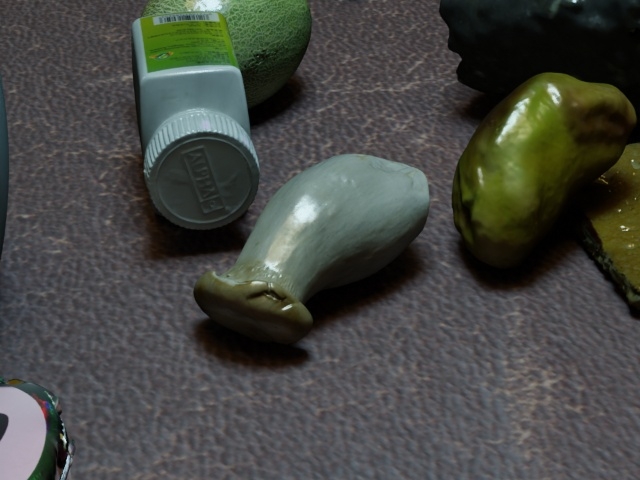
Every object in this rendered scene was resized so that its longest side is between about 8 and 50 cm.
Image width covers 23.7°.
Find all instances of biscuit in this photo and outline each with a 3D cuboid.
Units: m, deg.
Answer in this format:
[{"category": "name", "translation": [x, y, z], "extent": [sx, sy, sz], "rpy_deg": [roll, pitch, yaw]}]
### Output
[{"category": "biscuit", "translation": [0.261, -0.016, 1.185], "extent": [0.131, 0.025, 0.231], "rpy_deg": [-8, 30, -7]}]

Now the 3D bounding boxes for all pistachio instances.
[{"category": "pistachio", "translation": [0.160, -0.062, 1.173], "extent": [0.189, 0.100, 0.110], "rpy_deg": [-50, 11, -22]}]

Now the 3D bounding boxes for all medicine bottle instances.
[{"category": "medicine bottle", "translation": [-0.103, -0.091, 1.235], "extent": [0.088, 0.132, 0.188], "rpy_deg": [-6, 31, -8]}]

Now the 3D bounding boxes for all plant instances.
[{"category": "plant", "translation": [0.254, -0.211, 1.335], "extent": [0.276, 0.199, 0.188], "rpy_deg": [10, 58, 31]}]

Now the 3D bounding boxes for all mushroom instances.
[{"category": "mushroom", "translation": [0.000, 0.001, 1.116], "extent": [0.097, 0.088, 0.212], "rpy_deg": [41, 49, 7]}]

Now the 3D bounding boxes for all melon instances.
[{"category": "melon", "translation": [-0.092, -0.183, 1.387], "extent": [0.139, 0.139, 0.192], "rpy_deg": [25, 38, 38]}]

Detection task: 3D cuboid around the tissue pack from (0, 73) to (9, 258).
[{"category": "tissue pack", "translation": [-0.330, -0.079, 1.036], "extent": [0.229, 0.333, 0.236], "rpy_deg": [-7, 50, -10]}]

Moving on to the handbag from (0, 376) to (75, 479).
[{"category": "handbag", "translation": [-0.220, 0.159, 0.824], "extent": [0.205, 0.116, 0.179], "rpy_deg": [4, 29, 12]}]
